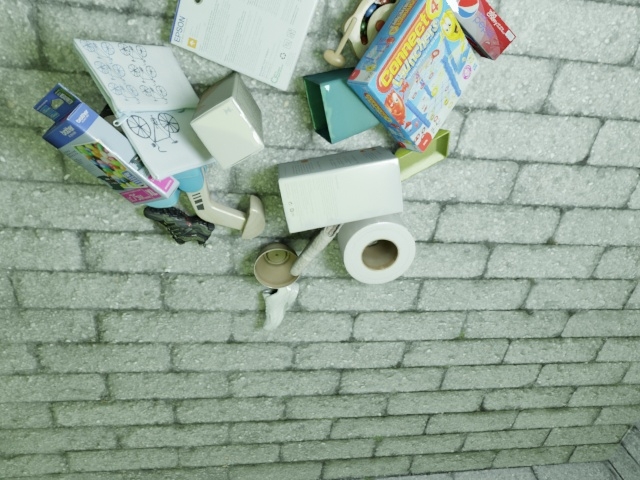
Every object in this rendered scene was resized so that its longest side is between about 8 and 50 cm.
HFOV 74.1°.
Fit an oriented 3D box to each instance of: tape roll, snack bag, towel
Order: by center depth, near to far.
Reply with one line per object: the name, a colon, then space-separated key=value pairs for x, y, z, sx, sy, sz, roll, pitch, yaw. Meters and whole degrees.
snack bag: x=-0.385 y=-0.322 z=1.040 sx=0.037 sy=0.323 sz=0.342 roll=-24 pitch=99 yaw=26
towel: x=0.000 y=0.000 z=1.370 sx=0.049 sy=0.282 sz=0.187 roll=40 pitch=116 yaw=-2
tape roll: x=0.185 y=0.006 z=1.460 sx=0.246 sy=0.169 sz=0.246 roll=-3 pitch=121 yaw=-6

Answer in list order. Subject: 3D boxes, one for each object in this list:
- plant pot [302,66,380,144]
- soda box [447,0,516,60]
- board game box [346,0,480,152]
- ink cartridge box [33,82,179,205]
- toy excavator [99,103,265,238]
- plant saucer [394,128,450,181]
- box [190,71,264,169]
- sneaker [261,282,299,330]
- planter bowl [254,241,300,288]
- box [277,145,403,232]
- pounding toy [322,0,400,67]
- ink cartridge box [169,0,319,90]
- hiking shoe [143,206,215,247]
plant pot: x=0.097 y=-0.406 z=1.213 sx=0.234 sy=0.166 sz=0.165 roll=-20 pitch=122 yaw=-10
soda box: x=0.413 y=-0.620 z=1.167 sx=0.263 sy=0.092 sz=0.083 roll=33 pitch=111 yaw=-25
board game box: x=0.262 y=-0.450 z=1.142 sx=0.302 sy=0.086 sz=0.308 roll=33 pitch=90 yaw=-43
ink cartridge box: x=-0.502 y=-0.201 z=0.977 sx=0.185 sy=0.065 sz=0.311 roll=-3 pitch=141 yaw=42
toy excavator: x=-0.404 y=-0.180 z=1.266 sx=0.433 sy=0.222 sz=0.445 roll=-7 pitch=134 yaw=-2
plant saucer: x=0.310 y=-0.273 z=1.338 sx=0.188 sy=0.045 sz=0.188 roll=-29 pitch=162 yaw=5
box: x=-0.236 y=-0.325 z=1.117 sx=0.121 sy=0.311 sz=0.148 roll=-27 pitch=121 yaw=8
sneaker: x=-0.178 y=0.236 z=1.601 sx=0.115 sy=0.090 sz=0.232 roll=26 pitch=105 yaw=-14
planter bowl: x=-0.152 y=0.071 z=1.484 sx=0.162 sy=0.109 sz=0.162 roll=-4 pitch=121 yaw=-7
box: x=0.053 y=-0.165 z=1.301 sx=0.345 sy=0.215 sz=0.168 roll=-11 pitch=113 yaw=-1
pounding toy: x=0.144 y=-0.555 z=1.129 sx=0.154 sy=0.155 sz=0.269 roll=33 pitch=111 yaw=-19
ink cartridge box: x=-0.186 y=-0.610 z=1.100 sx=0.330 sy=0.071 sz=0.324 roll=19 pitch=117 yaw=-15
hiking shoe: x=-0.469 y=-0.039 z=1.385 sx=0.227 sy=0.086 sz=0.114 roll=19 pitch=113 yaw=-19
